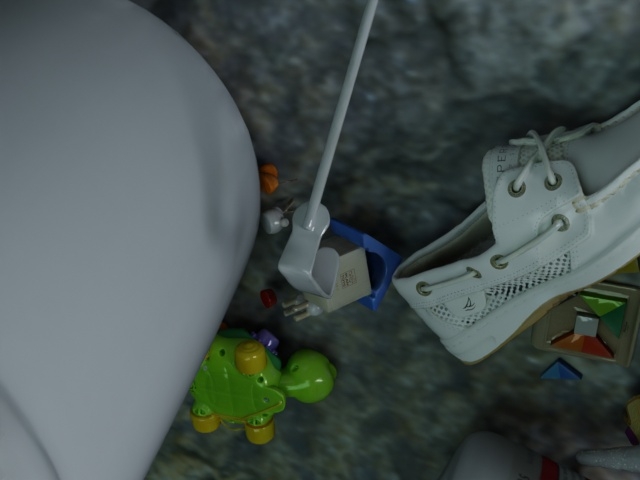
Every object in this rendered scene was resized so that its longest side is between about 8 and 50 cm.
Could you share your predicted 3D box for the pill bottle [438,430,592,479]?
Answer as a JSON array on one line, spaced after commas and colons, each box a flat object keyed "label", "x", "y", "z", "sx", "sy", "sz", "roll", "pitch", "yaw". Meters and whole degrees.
[{"label": "pill bottle", "x": 0.243, "y": 0.322, "z": 0.776, "sx": 0.407, "sy": 0.229, "sz": 0.229, "roll": 26, "pitch": 127, "yaw": 8}]

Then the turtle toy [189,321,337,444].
[{"label": "turtle toy", "x": -0.053, "y": 0.108, "z": 0.878, "sx": 0.130, "sy": 0.066, "sz": 0.095, "roll": 8, "pitch": 122, "yaw": 19}]

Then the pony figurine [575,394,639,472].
[{"label": "pony figurine", "x": 0.303, "y": 0.122, "z": 0.594, "sx": 0.351, "sy": 0.363, "sz": 0.303, "roll": -28, "pitch": 99, "yaw": 18}]

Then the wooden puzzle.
[{"label": "wooden puzzle", "x": 0.186, "y": 0.056, "z": 0.771, "sx": 0.078, "sy": 0.014, "sz": 0.116, "roll": 6, "pitch": 122, "yaw": 21}]

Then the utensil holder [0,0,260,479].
[{"label": "utensil holder", "x": -0.229, "y": 0.045, "z": 0.653, "sx": 0.327, "sy": 0.385, "sz": 0.328, "roll": 6, "pitch": 120, "yaw": 11}]

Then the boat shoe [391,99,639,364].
[{"label": "boat shoe", "x": 0.141, "y": -0.023, "z": 0.686, "sx": 0.096, "sy": 0.098, "sz": 0.277, "roll": 38, "pitch": 128, "yaw": -7}]

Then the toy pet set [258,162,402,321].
[{"label": "toy pet set", "x": 0.000, "y": 0.000, "z": 0.807, "sx": 0.114, "sy": 0.065, "sz": 0.122, "roll": 27, "pitch": 134, "yaw": 53}]

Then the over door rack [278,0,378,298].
[{"label": "over door rack", "x": 0.115, "y": -0.100, "z": 0.571, "sx": 0.239, "sy": 0.108, "sz": 0.324, "roll": 14, "pitch": 96, "yaw": 20}]
